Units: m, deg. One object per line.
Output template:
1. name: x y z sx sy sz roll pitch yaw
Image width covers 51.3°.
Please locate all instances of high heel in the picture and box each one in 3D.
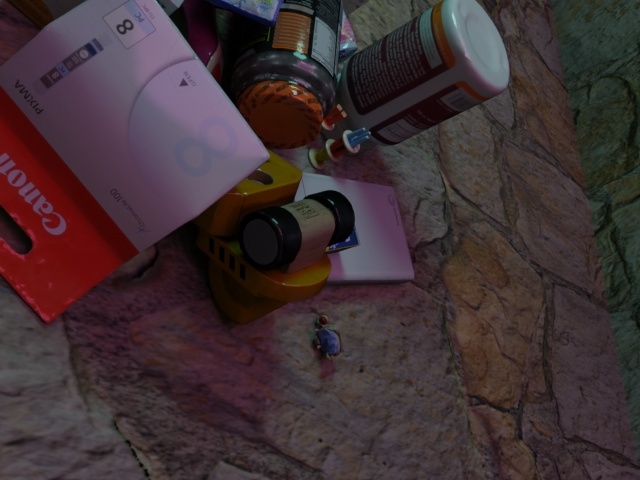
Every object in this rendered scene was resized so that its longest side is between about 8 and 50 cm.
1. high heel: -0.259 -0.375 1.232 0.182 0.127 0.377 16 63 -1

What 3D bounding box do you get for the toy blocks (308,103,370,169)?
1. toy blocks: 0.035 -0.233 1.424 0.054 0.148 0.123 -2 75 -50

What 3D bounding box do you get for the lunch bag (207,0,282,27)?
1. lunch bag: -0.127 -0.446 1.180 0.129 0.096 0.151 19 49 -11

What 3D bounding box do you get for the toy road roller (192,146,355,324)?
1. toy road roller: -0.129 -0.012 1.137 0.330 0.240 0.203 38 33 23

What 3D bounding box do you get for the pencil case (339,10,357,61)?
1. pencil case: -0.016 -0.530 1.535 0.124 0.113 0.273 -22 90 -14

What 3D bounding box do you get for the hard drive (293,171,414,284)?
1. hard drive: 0.063 -0.021 1.436 0.353 0.047 0.232 3 70 -48

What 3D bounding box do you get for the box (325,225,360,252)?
1. box: 0.000 0.000 1.273 0.169 0.059 0.054 -11 84 -49

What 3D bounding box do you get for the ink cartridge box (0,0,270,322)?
1. ink cartridge box: -0.307 -0.122 0.895 0.385 0.091 0.308 -42 106 -19

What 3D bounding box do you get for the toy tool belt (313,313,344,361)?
1. toy tool belt: 0.012 0.186 1.278 0.051 0.052 0.083 -24 91 -59

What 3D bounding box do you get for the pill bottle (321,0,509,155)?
1. pill bottle: 0.186 -0.343 1.454 0.224 0.392 0.223 24 56 -41

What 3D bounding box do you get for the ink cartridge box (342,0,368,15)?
1. ink cartridge box: 0.069 -0.625 1.668 0.088 0.123 0.052 42 42 -28

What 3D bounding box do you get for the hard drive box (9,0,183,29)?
1. hard drive box: -0.333 -0.385 1.010 0.181 0.232 0.089 41 46 -28

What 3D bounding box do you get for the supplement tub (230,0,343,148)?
1. supplement tub: -0.066 -0.363 1.324 0.207 0.207 0.337 31 52 -37
